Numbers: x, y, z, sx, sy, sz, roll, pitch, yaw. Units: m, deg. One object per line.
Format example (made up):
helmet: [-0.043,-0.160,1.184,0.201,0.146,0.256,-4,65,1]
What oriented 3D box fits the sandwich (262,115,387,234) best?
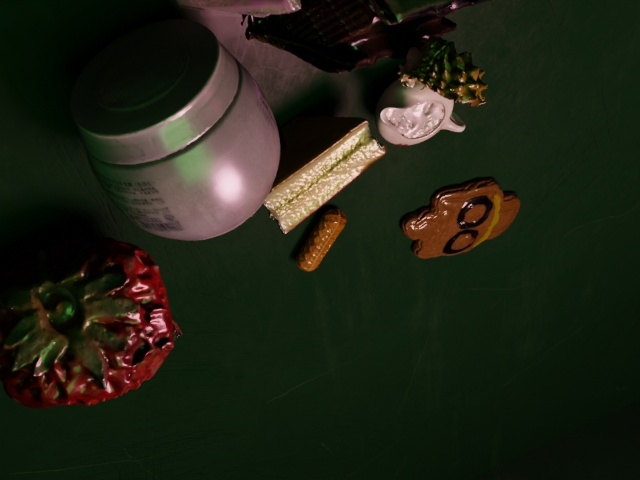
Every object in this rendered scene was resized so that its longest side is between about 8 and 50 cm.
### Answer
sandwich: [-0.013,-0.135,1.867,0.235,0.128,0.122,-35,141,7]

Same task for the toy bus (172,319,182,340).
toy bus: [-0.325,0.200,2.129,0.110,0.043,0.031,-35,148,4]

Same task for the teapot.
teapot: [0.170,-0.231,1.903,0.226,0.092,0.145,4,135,-40]

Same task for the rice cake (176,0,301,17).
rice cake: [-0.117,-0.340,1.502,0.036,0.206,0.047,-67,150,-21]

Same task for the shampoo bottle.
shampoo bottle: [-0.206,-0.157,1.576,0.273,0.273,0.266,-28,137,-3]

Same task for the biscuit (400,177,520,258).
biscuit: [0.296,-0.042,2.269,0.290,0.041,0.208,-8,139,-28]

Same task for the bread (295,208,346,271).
bread: [0.000,0.000,2.109,0.052,0.044,0.157,-3,138,-40]

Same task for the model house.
model house: [0.051,-0.393,1.563,0.317,0.297,0.282,-25,179,-32]

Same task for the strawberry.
strawberry: [-0.398,0.137,1.853,0.317,0.295,0.345,-47,178,-3]

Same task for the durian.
durian: [0.164,-0.247,1.528,0.140,0.224,0.078,13,105,-14]
